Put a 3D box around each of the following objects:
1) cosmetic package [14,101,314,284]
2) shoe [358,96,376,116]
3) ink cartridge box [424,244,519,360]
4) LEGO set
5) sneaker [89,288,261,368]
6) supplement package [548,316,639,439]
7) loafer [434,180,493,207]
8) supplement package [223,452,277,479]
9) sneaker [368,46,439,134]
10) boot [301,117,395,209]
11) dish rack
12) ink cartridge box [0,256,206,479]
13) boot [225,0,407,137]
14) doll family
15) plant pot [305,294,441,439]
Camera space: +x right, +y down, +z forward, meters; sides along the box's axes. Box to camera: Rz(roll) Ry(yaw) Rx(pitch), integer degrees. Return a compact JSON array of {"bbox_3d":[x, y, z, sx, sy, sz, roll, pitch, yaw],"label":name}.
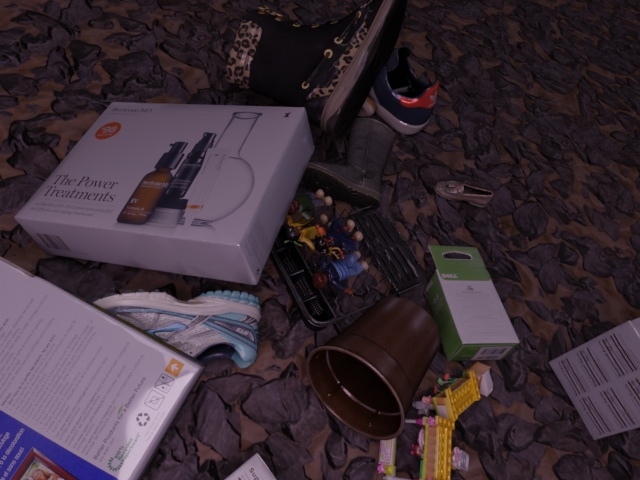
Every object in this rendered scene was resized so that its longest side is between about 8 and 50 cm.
[{"bbox_3d":[-0.230,-0.094,0.784,0.376,0.098,0.285,6,51,18],"label":"cosmetic package"},{"bbox_3d":[0.017,-0.318,1.106,0.218,0.076,0.058,25,79,7],"label":"shoe"},{"bbox_3d":[0.257,0.108,0.893,0.108,0.062,0.209,2,49,-15],"label":"ink cartridge box"},{"bbox_3d":[0.170,0.285,0.762,0.132,0.107,0.287,51,46,-24],"label":"LEGO set"},{"bbox_3d":[-0.220,0.141,0.714,0.282,0.110,0.122,-2,62,-17],"label":"sneaker"},{"bbox_3d":[0.548,0.213,0.832,0.194,0.203,0.149,-12,63,-22],"label":"supplement package"},{"bbox_3d":[0.308,-0.107,1.066,0.125,0.039,0.045,15,56,-7],"label":"loafer"},{"bbox_3d":[-0.124,0.364,0.599,0.179,0.105,0.105,-31,71,-31],"label":"supplement package"},{"bbox_3d":[0.117,-0.396,1.130,0.349,0.148,0.131,33,55,7],"label":"sneaker"},{"bbox_3d":[0.062,-0.177,1.019,0.189,0.076,0.209,23,60,-18],"label":"boot"},{"bbox_3d":[0.050,0.031,0.883,0.271,0.074,0.208,-18,66,-26],"label":"dish rack"},{"bbox_3d":[-0.350,0.215,0.601,0.307,0.072,0.304,28,76,4],"label":"ink cartridge box"},{"bbox_3d":[-0.002,-0.422,1.025,0.284,0.138,0.378,24,85,15],"label":"boot"},{"bbox_3d":[0.000,0.000,0.797,0.193,0.076,0.111,45,36,20],"label":"doll family"},{"bbox_3d":[0.092,0.180,0.757,0.167,0.167,0.165,41,48,12],"label":"plant pot"}]
